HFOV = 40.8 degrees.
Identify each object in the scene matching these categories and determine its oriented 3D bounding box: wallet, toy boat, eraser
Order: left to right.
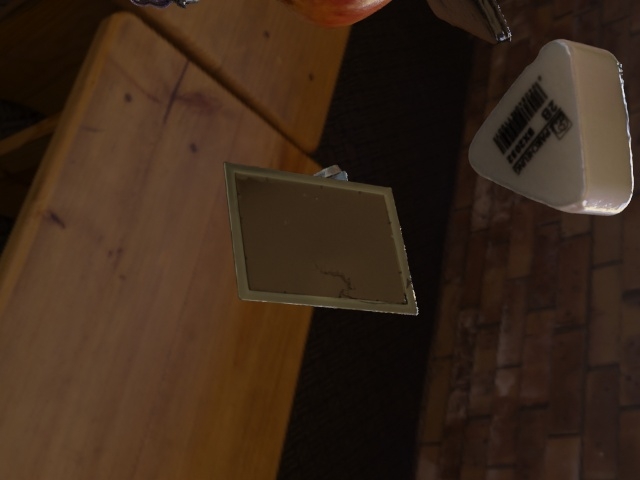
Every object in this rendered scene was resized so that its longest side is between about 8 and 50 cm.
[{"bbox_3d":[0.020,-0.068,1.557,0.034,0.096,0.122,16,49,-61],"label":"toy boat"},{"bbox_3d":[0.244,-0.472,1.609,0.197,0.051,0.377,52,5,-25],"label":"wallet"},{"bbox_3d":[0.464,-0.230,1.669,0.150,0.331,0.331,6,73,-33],"label":"eraser"}]

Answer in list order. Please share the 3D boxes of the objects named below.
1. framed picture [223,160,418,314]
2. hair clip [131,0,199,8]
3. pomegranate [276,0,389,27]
[{"bbox_3d":[0.000,0.000,1.188,0.273,0.016,0.216,8,56,-26],"label":"framed picture"},{"bbox_3d":[-0.310,-0.459,1.543,0.195,0.124,0.052,15,50,-18],"label":"hair clip"},{"bbox_3d":[0.038,-0.423,1.169,0.270,0.252,0.229,-33,103,-16],"label":"pomegranate"}]
